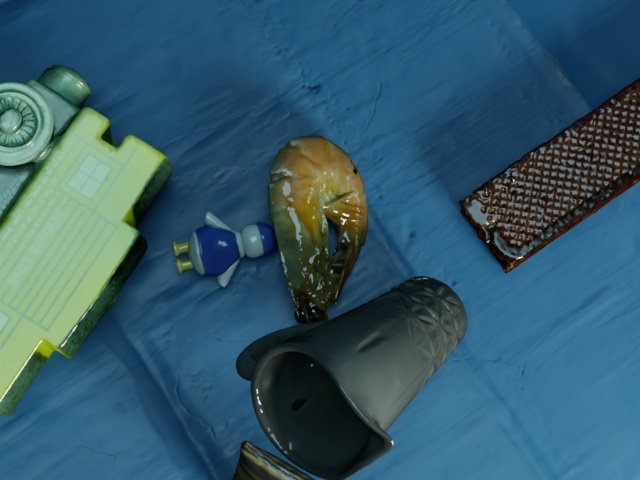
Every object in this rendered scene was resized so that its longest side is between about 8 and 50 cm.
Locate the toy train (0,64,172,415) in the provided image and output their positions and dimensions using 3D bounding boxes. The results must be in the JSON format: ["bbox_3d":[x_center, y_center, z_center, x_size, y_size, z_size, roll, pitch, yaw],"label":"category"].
[{"bbox_3d":[-0.368,0.007,1.540,0.272,0.179,0.442,33,78,-2],"label":"toy train"}]

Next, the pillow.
[{"bbox_3d":[-0.013,0.316,1.449,0.208,0.212,0.052,32,63,7],"label":"pillow"}]

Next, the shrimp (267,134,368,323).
[{"bbox_3d":[0.000,0.000,1.593,0.145,0.061,0.267,3,77,-35],"label":"shrimp"}]

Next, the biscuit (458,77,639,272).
[{"bbox_3d":[0.357,-0.105,1.624,0.388,0.073,0.107,-34,78,-9],"label":"biscuit"}]

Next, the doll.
[{"bbox_3d":[-0.115,0.007,1.598,0.143,0.057,0.098,-14,99,-5],"label":"doll"}]

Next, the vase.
[{"bbox_3d":[0.047,0.138,1.466,0.251,0.301,0.156,14,117,31],"label":"vase"}]
